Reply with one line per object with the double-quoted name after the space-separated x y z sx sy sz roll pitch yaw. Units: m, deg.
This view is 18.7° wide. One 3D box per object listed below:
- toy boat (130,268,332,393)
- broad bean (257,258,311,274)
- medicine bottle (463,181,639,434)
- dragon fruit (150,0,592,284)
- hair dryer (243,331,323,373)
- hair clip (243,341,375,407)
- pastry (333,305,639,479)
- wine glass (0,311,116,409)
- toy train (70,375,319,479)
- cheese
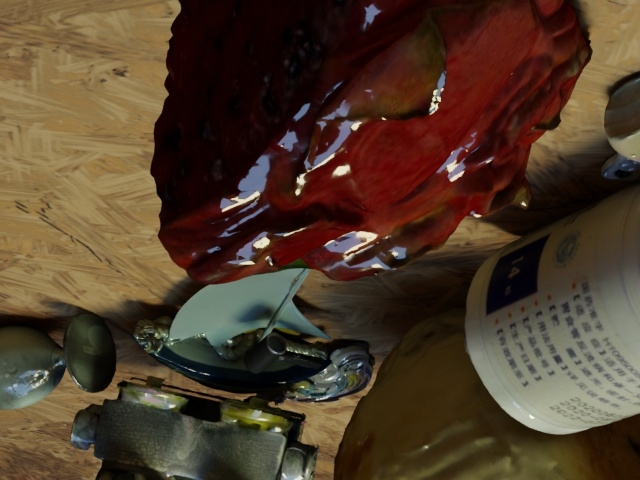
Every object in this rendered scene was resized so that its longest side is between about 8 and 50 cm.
-0.073 0.082 1.992 0.221 0.067 0.291 9 154 -13 "toy boat"
0.004 0.001 1.812 0.227 0.039 0.069 -14 158 34 "broad bean"
0.292 0.045 1.671 0.190 0.190 0.332 16 156 -28 "medicine bottle"
0.085 -0.078 1.370 0.329 0.228 0.286 23 149 -35 "dragon fruit"
-0.034 0.121 2.005 0.083 0.026 0.047 12 143 -35 "hair dryer"
-0.007 0.153 2.180 0.172 0.049 0.116 -16 165 22 "hair clip"
0.182 0.261 1.965 0.313 0.388 0.388 -36 139 30 "pastry"
-0.327 0.136 2.113 0.202 0.093 0.093 -10 154 30 "wine glass"
-0.132 0.226 2.088 0.261 0.134 0.177 12 173 3 "toy train"
0.263 -0.087 1.551 0.092 0.047 0.171 16 155 -28 "cheese"
